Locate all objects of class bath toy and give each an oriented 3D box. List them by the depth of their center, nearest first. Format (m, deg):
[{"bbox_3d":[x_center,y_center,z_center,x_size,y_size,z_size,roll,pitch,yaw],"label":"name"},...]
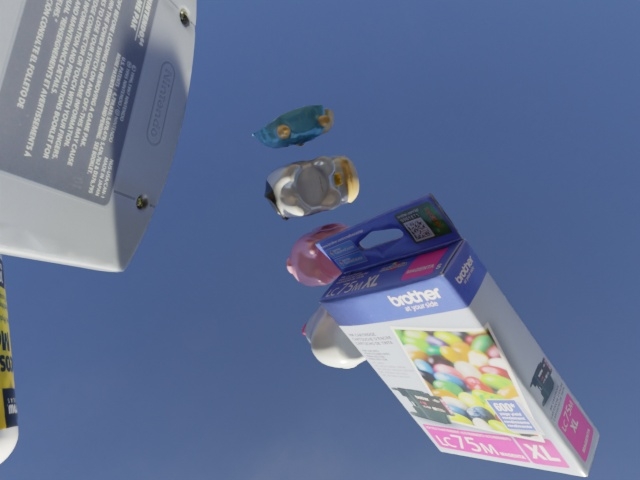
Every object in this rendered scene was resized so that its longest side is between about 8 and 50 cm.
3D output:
[{"bbox_3d":[0.000,0.000,0.632,0.151,0.129,0.349,-14,-85,-32],"label":"bath toy"}]

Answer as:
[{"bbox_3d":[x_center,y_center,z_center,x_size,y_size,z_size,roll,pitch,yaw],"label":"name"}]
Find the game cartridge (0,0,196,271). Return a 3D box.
[{"bbox_3d":[-0.181,-0.132,0.337,0.062,0.198,0.298,7,-99,17],"label":"game cartridge"}]

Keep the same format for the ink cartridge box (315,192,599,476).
[{"bbox_3d":[0.125,0.113,0.481,0.311,0.185,0.065,54,-127,-11],"label":"ink cartridge box"}]

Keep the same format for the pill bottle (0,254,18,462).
[{"bbox_3d":[-0.448,0.166,0.496,0.187,0.188,0.334,-16,-103,2],"label":"pill bottle"}]
